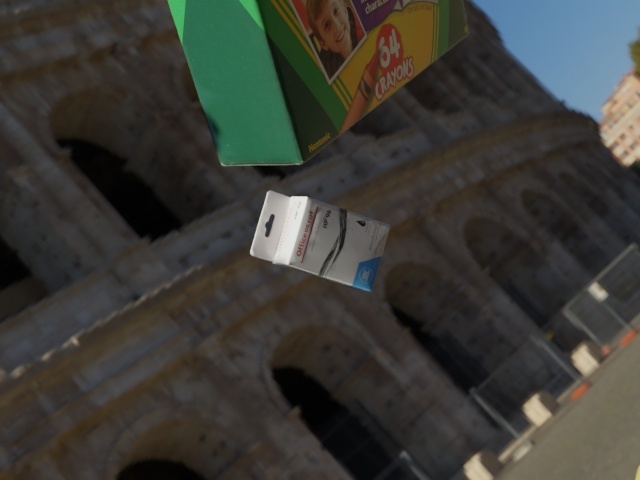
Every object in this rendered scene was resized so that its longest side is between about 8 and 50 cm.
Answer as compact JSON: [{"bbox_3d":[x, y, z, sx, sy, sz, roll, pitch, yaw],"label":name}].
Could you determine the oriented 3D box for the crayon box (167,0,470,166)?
[{"bbox_3d":[-0.002,-0.285,1.029,0.106,0.313,0.363,1,28,34],"label":"crayon box"}]

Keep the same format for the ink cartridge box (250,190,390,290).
[{"bbox_3d":[0.000,0.000,0.725,0.028,0.083,0.048,5,78,65],"label":"ink cartridge box"}]

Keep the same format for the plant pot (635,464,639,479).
[{"bbox_3d":[0.355,0.287,1.040,0.095,0.134,0.134,-58,-4,-26],"label":"plant pot"}]
